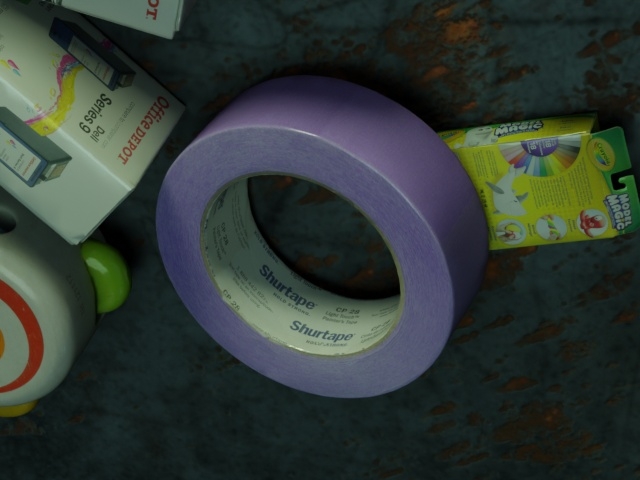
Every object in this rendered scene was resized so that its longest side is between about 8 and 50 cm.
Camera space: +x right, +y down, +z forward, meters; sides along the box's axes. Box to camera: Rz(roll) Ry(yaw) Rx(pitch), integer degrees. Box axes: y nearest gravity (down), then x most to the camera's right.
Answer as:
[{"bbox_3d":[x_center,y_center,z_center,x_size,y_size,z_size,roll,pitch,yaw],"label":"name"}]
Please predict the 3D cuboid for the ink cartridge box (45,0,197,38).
[{"bbox_3d":[-0.188,-0.267,1.397,0.203,0.086,0.148,18,126,4],"label":"ink cartridge box"}]

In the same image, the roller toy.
[{"bbox_3d":[-0.299,0.051,1.603,0.191,0.146,0.209,39,125,-9],"label":"roller toy"}]

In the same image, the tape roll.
[{"bbox_3d":[0.000,0.000,1.486,0.275,0.090,0.275,14,128,19],"label":"tape roll"}]

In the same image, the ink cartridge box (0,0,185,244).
[{"bbox_3d":[-0.235,-0.121,1.465,0.212,0.154,0.093,43,122,-12],"label":"ink cartridge box"}]

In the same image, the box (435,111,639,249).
[{"bbox_3d":[0.175,-0.048,1.460,0.179,0.043,0.105,-5,121,23],"label":"box"}]
